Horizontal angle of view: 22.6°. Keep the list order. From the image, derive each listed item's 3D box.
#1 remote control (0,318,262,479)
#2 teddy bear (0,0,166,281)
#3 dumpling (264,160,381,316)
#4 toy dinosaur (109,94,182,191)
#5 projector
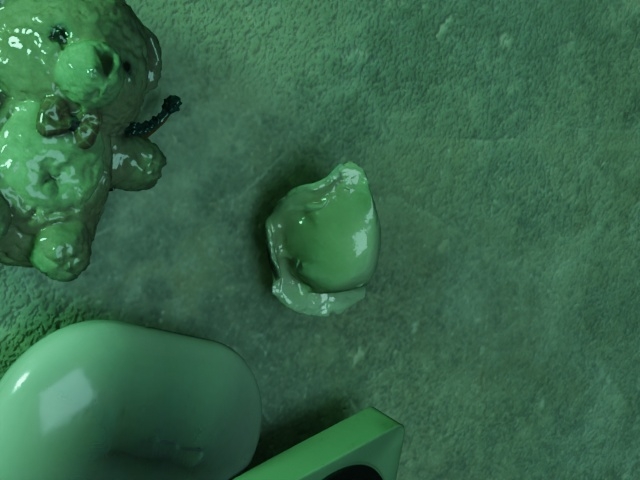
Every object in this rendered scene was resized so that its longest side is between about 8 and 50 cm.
[{"bbox_3d":[-0.193,0.192,1.608,0.332,0.103,0.221,17,101,-43],"label":"remote control"},{"bbox_3d":[-0.244,-0.104,1.436,0.236,0.151,0.267,27,91,-36],"label":"teddy bear"},{"bbox_3d":[0.000,0.000,1.717,0.127,0.108,0.188,-4,124,-13],"label":"dumpling"},{"bbox_3d":[-0.194,-0.091,1.550,0.154,0.049,0.055,-40,123,-18],"label":"toy dinosaur"},{"bbox_3d":[-0.026,0.335,1.790,0.259,0.079,0.257,-22,130,-46],"label":"projector"}]
